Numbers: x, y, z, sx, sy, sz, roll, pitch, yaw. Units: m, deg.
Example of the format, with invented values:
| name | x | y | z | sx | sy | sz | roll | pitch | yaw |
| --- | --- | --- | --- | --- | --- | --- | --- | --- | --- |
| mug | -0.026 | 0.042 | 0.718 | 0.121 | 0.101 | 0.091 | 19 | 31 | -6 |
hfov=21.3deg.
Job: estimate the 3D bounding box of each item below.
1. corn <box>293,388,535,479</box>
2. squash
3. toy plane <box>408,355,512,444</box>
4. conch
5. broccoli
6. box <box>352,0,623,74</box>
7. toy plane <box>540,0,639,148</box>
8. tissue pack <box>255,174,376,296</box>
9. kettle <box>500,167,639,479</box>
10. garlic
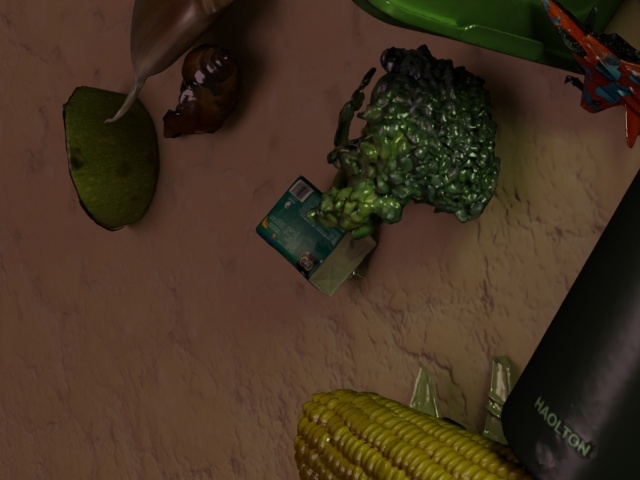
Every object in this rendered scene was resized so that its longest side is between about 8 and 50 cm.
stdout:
| name | x | y | z | sx | sy | sz | roll | pitch | yaw |
| --- | --- | --- | --- | --- | --- | --- | --- | --- | --- |
| corn | 0.105 | 0.233 | 1.553 | 0.387 | 0.144 | 0.144 | 13 | 102 | 54 |
| squash | -0.259 | -0.113 | 2.191 | 0.085 | 0.184 | 0.192 | -9 | 86 | 13 |
| toy plane | 0.147 | 0.242 | 1.690 | 0.242 | 0.104 | 0.256 | -59 | 39 | 14 |
| conch | -0.141 | -0.170 | 2.061 | 0.080 | 0.086 | 0.232 | 31 | 140 | 3 |
| broccoli | 0.066 | -0.058 | 1.711 | 0.177 | 0.198 | 0.275 | 35 | 142 | -7 |
| box | 0.137 | -0.298 | 1.503 | 0.178 | 0.329 | 0.252 | -51 | 53 | 30 |
| toy plane | 0.253 | -0.158 | 1.487 | 0.189 | 0.061 | 0.130 | 49 | 150 | -23 |
| tissue pack | 0.000 | 0.000 | 1.886 | 0.085 | 0.079 | 0.111 | -50 | 48 | 1 |
| kettle | 0.304 | 0.080 | 1.373 | 0.262 | 0.203 | 0.308 | -102 | 31 | -60 |
| garlic | -0.182 | -0.261 | 2.057 | 0.128 | 0.148 | 0.266 | 44 | 133 | 6 |
